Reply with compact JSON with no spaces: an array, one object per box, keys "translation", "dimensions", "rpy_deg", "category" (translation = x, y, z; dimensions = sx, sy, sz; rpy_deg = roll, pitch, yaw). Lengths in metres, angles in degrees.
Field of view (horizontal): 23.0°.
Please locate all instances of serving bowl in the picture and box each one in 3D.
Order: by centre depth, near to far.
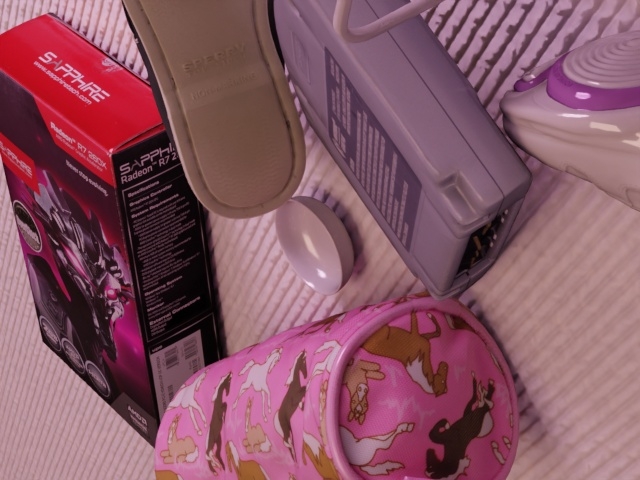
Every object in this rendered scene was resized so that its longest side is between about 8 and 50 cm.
[{"translation":[0.000,0.000,1.228],"dimensions":[0.083,0.027,0.083],"rpy_deg":[40,147,34],"category":"serving bowl"}]

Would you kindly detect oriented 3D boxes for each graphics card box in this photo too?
[{"translation":[-0.200,-0.002,1.491],"dimensions":[0.233,0.094,0.371],"rpy_deg":[36,144,38],"category":"graphics card box"}]

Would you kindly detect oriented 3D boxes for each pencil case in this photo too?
[{"translation":[0.000,0.150,1.231],"dimensions":[0.167,0.160,0.386],"rpy_deg":[62,151,0],"category":"pencil case"}]

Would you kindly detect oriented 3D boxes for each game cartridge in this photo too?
[{"translation":[0.043,-0.072,0.965],"dimensions":[0.196,0.060,0.294],"rpy_deg":[52,174,9],"category":"game cartridge"}]

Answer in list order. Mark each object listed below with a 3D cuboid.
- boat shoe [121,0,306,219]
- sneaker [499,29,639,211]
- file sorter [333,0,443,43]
[{"translation":[-0.081,-0.186,1.100],"dimensions":[0.113,0.127,0.340],"rpy_deg":[-120,14,-58],"category":"boat shoe"},{"translation":[0.204,-0.018,0.781],"dimensions":[0.305,0.114,0.152],"rpy_deg":[23,133,49],"category":"sneaker"},{"translation":[0.007,-0.270,0.797],"dimensions":[0.278,0.193,0.173],"rpy_deg":[50,154,19],"category":"file sorter"}]
